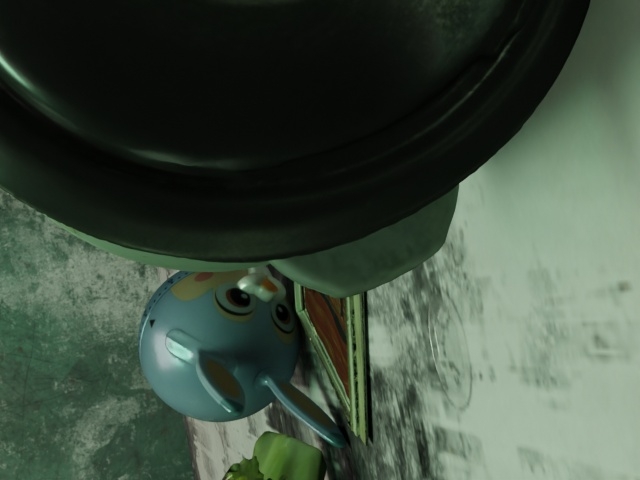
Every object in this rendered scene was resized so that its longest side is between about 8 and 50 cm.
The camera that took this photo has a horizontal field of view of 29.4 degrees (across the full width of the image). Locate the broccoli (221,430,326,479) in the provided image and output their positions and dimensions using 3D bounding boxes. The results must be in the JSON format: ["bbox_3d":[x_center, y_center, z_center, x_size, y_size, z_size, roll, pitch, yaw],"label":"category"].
[{"bbox_3d":[-0.066,0.287,1.107,0.263,0.247,0.243,45,-132,-32],"label":"broccoli"}]

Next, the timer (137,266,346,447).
[{"bbox_3d":[-0.073,0.095,1.148,0.255,0.175,0.175,-5,94,59],"label":"timer"}]

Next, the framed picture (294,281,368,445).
[{"bbox_3d":[0.000,0.000,0.995,0.216,0.016,0.273,-122,25,-60],"label":"framed picture"}]

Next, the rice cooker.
[{"bbox_3d":[-0.040,-0.120,0.489,0.316,0.264,0.317,156,90,-80],"label":"rice cooker"}]
